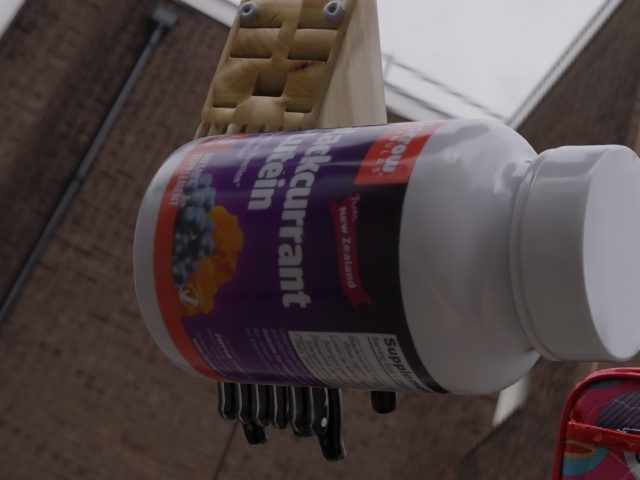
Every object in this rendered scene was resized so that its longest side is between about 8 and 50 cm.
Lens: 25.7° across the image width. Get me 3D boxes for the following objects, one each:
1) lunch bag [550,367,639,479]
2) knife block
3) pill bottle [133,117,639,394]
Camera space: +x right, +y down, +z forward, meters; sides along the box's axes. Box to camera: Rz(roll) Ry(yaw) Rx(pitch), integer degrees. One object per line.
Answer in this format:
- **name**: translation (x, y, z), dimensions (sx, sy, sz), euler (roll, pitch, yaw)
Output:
- **lunch bag**: translation (0.308, 0.195, 0.981), dimensions (0.293, 0.258, 0.120), euler (6, -10, 31)
- **knife block**: translation (0.000, 0.000, 0.947), dimensions (0.088, 0.276, 0.242), euler (6, -22, 28)
- **pill bottle**: translation (0.030, 0.006, 0.561), dimensions (0.193, 0.108, 0.108), euler (-1, -43, 33)
